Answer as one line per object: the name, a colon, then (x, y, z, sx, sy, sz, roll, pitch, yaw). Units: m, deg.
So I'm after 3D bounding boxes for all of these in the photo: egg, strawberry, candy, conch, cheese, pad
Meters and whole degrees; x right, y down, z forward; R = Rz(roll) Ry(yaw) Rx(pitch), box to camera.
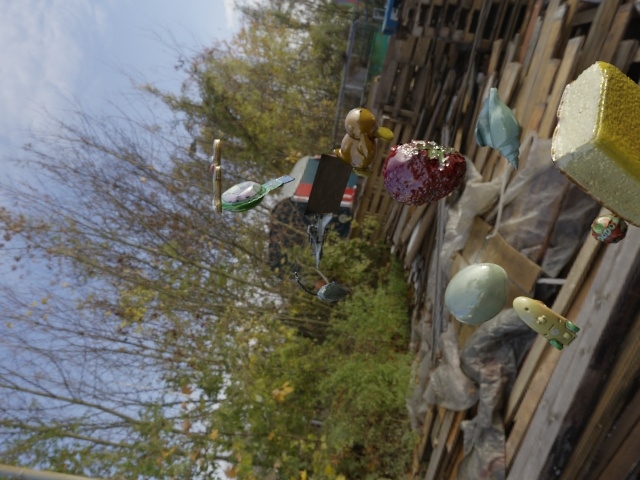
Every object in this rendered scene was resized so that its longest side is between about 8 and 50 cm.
egg: (0.798, 0.257, 2.078, 0.336, 0.279, 0.278, -51, 16, 32)
strawberry: (0.337, -0.222, 1.399, 0.274, 0.275, 0.220, -79, 0, -62)
candy: (0.881, -0.062, 1.215, 0.288, 0.084, 0.077, -21, -54, -38)
conch: (0.384, -0.232, 0.882, 0.088, 0.065, 0.180, 157, 95, -74)
cheese: (-0.251, -0.185, 1.575, 0.204, 0.321, 0.083, 29, 142, 58)
pad: (0.044, -0.224, 1.705, 0.368, 0.007, 0.247, -13, -56, -66)

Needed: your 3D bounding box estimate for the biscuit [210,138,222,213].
biscuit: (-0.344, -0.211, 1.366, 0.158, 0.035, 0.240, -145, 54, -70)

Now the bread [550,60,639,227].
bread: (0.777, -0.249, 1.075, 0.143, 0.333, 0.323, -36, 26, 61)

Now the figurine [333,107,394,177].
figurine: (0.158, -0.381, 1.591, 0.228, 0.215, 0.215, -54, 16, 38)

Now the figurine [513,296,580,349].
figurine: (0.969, 0.339, 1.803, 0.124, 0.325, 0.222, -55, 9, 15)

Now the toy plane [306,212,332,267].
toy plane: (-0.012, -0.010, 1.678, 0.160, 0.083, 0.233, 0, -72, -55)

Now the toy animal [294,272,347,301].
toy animal: (0.001, 0.192, 1.598, 0.070, 0.253, 0.079, -57, 38, 24)
